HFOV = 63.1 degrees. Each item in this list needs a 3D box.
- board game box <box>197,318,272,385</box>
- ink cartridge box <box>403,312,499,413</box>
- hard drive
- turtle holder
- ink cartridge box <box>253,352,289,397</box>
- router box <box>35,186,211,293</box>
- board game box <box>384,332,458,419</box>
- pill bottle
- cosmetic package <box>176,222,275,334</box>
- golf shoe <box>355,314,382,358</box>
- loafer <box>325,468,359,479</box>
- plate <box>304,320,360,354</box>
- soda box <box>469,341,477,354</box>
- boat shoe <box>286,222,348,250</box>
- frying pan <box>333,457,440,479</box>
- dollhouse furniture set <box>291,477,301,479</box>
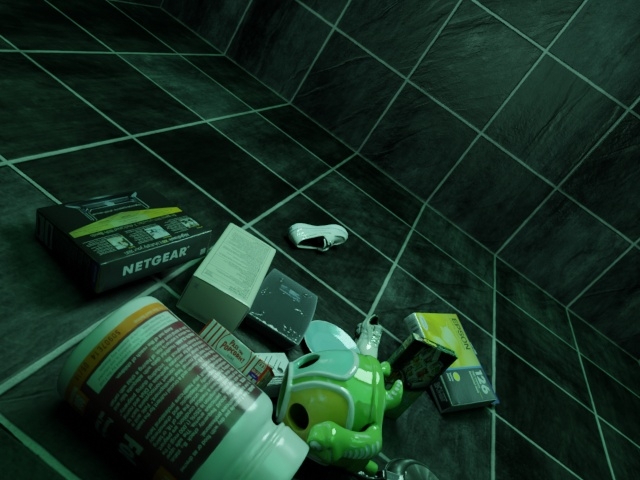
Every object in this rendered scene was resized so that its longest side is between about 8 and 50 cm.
[{"bbox_3d":[-0.164,0.235,1.051,0.146,0.045,0.193,38,-16,9],"label":"board game box"},{"bbox_3d":[0.434,0.377,1.657,0.307,0.072,0.304,5,51,-37],"label":"ink cartridge box"},{"bbox_3d":[-0.106,0.187,1.430,0.172,0.054,0.255,33,26,-4],"label":"hard drive"},{"bbox_3d":[0.025,0.366,1.085,0.227,0.243,0.320,16,34,-5],"label":"turtle holder"},{"bbox_3d":[-0.154,0.306,1.180,0.207,0.046,0.097,11,34,-40],"label":"ink cartridge box"},{"bbox_3d":[-0.454,-0.016,1.226,0.243,0.081,0.308,33,31,25],"label":"router box"},{"bbox_3d":[0.209,0.345,1.305,0.136,0.260,0.030,25,27,-21],"label":"board game box"},{"bbox_3d":[-0.227,0.301,0.895,0.392,0.224,0.224,39,26,8],"label":"pill bottle"},{"bbox_3d":[-0.236,0.092,1.369,0.160,0.113,0.309,32,26,-6],"label":"cosmetic package"},{"bbox_3d":[0.147,0.287,1.534,0.069,0.086,0.176,28,28,-18],"label":"golf shoe"},{"bbox_3d":[0.080,0.532,1.079,0.170,0.062,0.061,40,4,2],"label":"loafer"},{"bbox_3d":[0.031,0.299,1.442,0.188,0.024,0.188,27,26,-15],"label":"plate"},{"bbox_3d":[0.447,0.369,1.789,0.183,0.058,0.063,19,30,-29],"label":"soda box"},{"bbox_3d":[0.000,0.000,1.855,0.258,0.095,0.084,0,46,-35],"label":"boat shoe"},{"bbox_3d":[0.179,0.540,1.191,0.326,0.053,0.197,41,25,5],"label":"frying pan"},{"bbox_3d":[-0.047,0.528,0.953,0.144,0.123,0.151,25,-8,-20],"label":"dollhouse furniture set"}]
